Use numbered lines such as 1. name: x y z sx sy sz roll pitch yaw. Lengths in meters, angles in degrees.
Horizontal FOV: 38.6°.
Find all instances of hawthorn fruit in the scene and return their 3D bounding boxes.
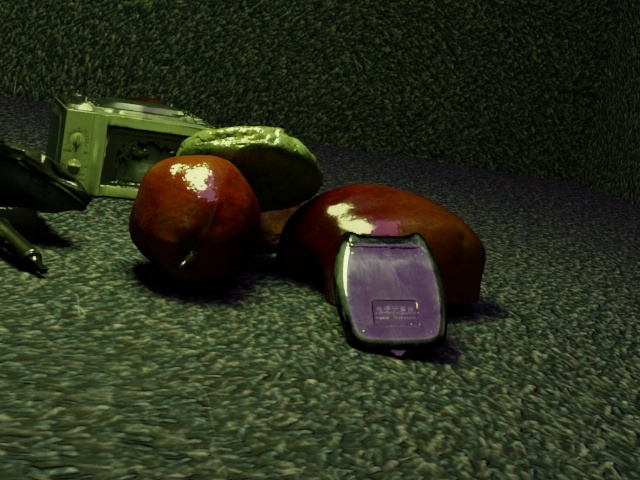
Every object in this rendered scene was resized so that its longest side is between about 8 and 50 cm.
1. hawthorn fruit: -0.210 -0.020 1.529 0.224 0.224 0.260 7 33 -15

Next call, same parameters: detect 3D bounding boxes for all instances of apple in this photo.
1. apple: 0.118 0.037 1.717 0.365 0.295 0.328 4 52 -25

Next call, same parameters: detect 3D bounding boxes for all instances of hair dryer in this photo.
1. hair dryer: -0.526 -0.003 1.482 0.196 0.077 0.248 -4 24 -45

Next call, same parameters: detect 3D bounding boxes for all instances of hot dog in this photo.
1. hot dog: -0.141 -0.043 1.897 0.227 0.099 0.160 -1 17 -39

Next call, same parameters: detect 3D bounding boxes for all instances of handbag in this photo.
1. handbag: -0.553 -0.112 1.673 0.192 0.075 0.332 38 -20 -34

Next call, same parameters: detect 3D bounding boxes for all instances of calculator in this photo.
1. calculator: 0.110 0.080 1.448 0.177 0.040 0.268 -1 47 -5

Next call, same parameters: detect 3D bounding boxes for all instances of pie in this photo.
1. pie: -0.135 -0.128 1.695 0.277 0.078 0.277 -4 -27 -2

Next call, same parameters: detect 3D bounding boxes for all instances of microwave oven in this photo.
1. microwave oven: -0.459 -0.229 2.195 0.355 0.218 0.286 5 14 -24

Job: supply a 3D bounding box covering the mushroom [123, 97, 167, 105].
1. mushroom: -0.494 -0.303 2.565 0.264 0.195 0.283 6 12 6
